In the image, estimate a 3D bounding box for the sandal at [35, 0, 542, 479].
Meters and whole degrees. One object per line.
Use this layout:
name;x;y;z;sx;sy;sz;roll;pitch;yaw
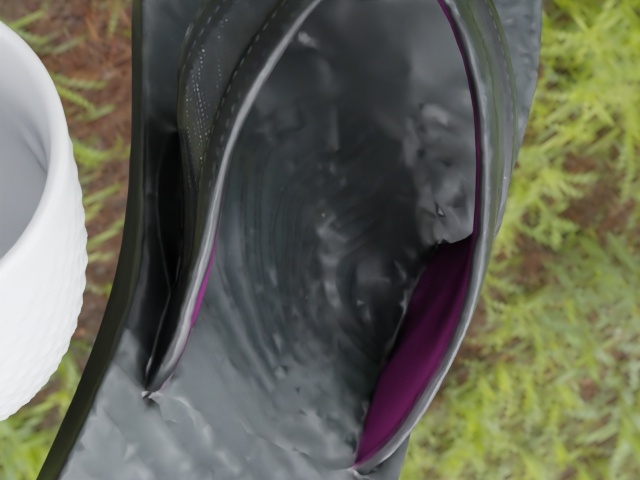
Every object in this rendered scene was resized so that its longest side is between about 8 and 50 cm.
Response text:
sandal;0.002;0.002;0.566;0.168;0.445;0.107;17;167;-22

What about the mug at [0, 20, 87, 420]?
mug;-0.363;0.006;1.215;0.374;0.276;0.328;7;153;1
